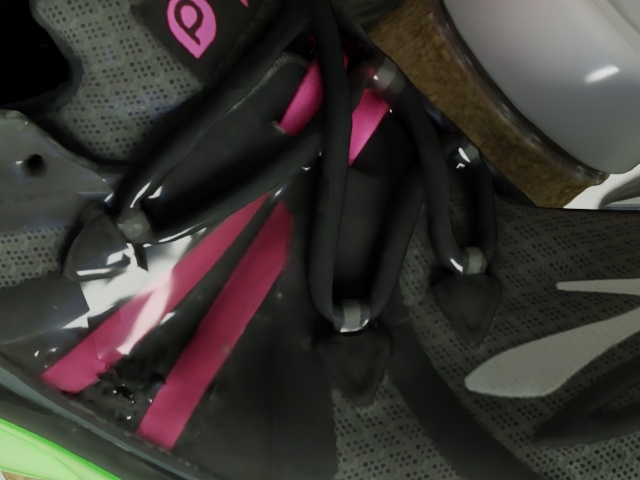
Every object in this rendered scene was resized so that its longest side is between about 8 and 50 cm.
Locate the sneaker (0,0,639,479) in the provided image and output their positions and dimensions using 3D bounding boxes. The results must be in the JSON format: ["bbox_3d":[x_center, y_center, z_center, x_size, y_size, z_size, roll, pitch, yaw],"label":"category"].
[{"bbox_3d":[-0.033,-0.009,0.670,0.482,0.185,0.202,12,126,-2],"label":"sneaker"}]

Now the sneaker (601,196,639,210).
[{"bbox_3d":[0.210,-0.029,0.984,0.135,0.058,0.052,-8,173,17],"label":"sneaker"}]

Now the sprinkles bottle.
[{"bbox_3d":[0.000,0.000,0.849,0.355,0.121,0.121,-40,140,25],"label":"sprinkles bottle"}]
